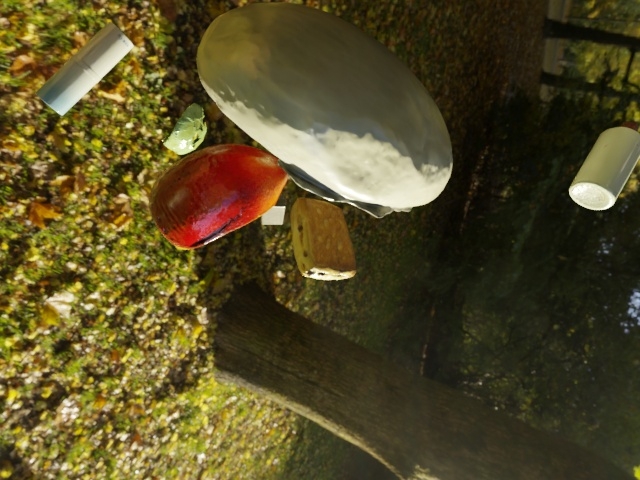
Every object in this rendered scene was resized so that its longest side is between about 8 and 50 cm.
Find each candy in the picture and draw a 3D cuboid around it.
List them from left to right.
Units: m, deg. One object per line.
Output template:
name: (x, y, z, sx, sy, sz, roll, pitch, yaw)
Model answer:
candy: (0.021, -0.203, 0.644, 0.186, 0.386, 0.427, -55, 165, 29)

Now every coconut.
coconut: (-0.378, -0.299, 1.276, 0.133, 0.055, 0.158, -42, 164, -30)

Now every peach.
peach: (-0.187, -0.091, 0.826, 0.154, 0.267, 0.159, -109, 177, -62)

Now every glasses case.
glasses case: (-0.141, -0.087, 1.320, 0.190, 0.072, 0.042, 118, -37, -75)

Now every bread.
bread: (0.000, 0.000, 1.304, 0.210, 0.099, 0.235, 10, 64, -48)

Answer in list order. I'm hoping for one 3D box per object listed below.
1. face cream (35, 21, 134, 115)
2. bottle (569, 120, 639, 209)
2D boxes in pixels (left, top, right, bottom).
face cream: (-0.578, -0.422, 1.107, 0.250, 0.077, 0.077, -48, 152, -7)
bottle: (0.707, -0.195, 1.093, 0.245, 0.104, 0.104, -52, 151, -16)
